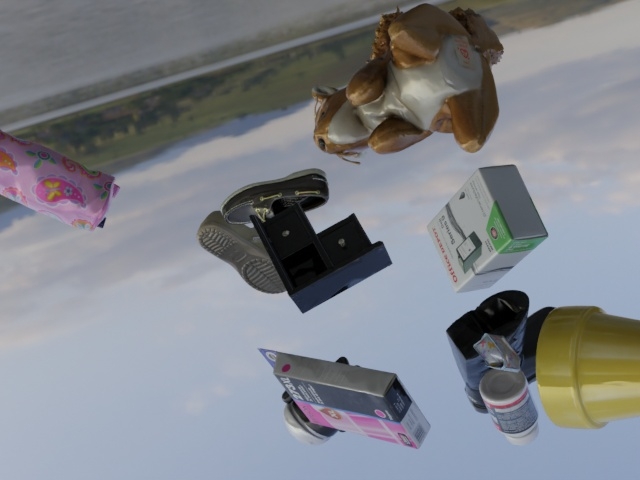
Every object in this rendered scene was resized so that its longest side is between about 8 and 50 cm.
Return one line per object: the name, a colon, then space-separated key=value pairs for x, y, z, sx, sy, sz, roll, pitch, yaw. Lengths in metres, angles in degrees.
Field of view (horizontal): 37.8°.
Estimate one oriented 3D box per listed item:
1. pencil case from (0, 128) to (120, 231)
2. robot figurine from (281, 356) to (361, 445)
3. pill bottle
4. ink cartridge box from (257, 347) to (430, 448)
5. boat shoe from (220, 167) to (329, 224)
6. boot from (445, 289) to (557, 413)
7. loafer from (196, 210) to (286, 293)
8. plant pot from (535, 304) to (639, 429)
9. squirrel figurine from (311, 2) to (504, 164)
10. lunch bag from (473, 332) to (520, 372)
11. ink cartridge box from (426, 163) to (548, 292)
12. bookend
pencil case: x=-0.526 y=-0.119 z=1.762 sx=0.284 sy=0.124 sz=0.124 roll=24 pitch=-176 yaw=-14
robot figurine: x=0.014 y=0.471 z=2.734 sx=0.278 sy=0.209 sz=0.173 roll=-49 pitch=168 yaw=15
pill bottle: x=0.434 y=0.379 z=2.113 sx=0.108 sy=0.180 sz=0.108 roll=-18 pitch=-144 yaw=13
ink cartridge box: x=0.031 y=0.314 z=1.892 sx=0.371 sy=0.175 sz=0.069 roll=7 pitch=-129 yaw=43
boat shoe: x=-0.092 y=-0.075 z=1.850 sx=0.228 sy=0.081 sz=0.068 roll=-19 pitch=-130 yaw=11
boot: x=0.485 y=0.227 z=2.326 sx=0.367 sy=0.445 sz=0.146 roll=-45 pitch=-122 yaw=-12
loafer: x=-0.152 y=0.020 z=2.017 sx=0.102 sy=0.268 sz=0.092 roll=-28 pitch=-141 yaw=29
plant pot: x=0.592 y=0.254 z=1.862 sx=0.239 sy=0.254 sz=0.254 roll=-4 pitch=-163 yaw=38
squirrel figurine: x=0.165 y=-0.307 z=1.902 sx=0.370 sy=0.281 sz=0.397 roll=-27 pitch=-161 yaw=43
lunch bag: x=0.361 y=0.234 z=1.891 sx=0.071 sy=0.083 sz=0.053 roll=12 pitch=123 yaw=-48
ink cartridge box: x=0.411 y=-0.024 z=2.340 sx=0.122 sy=0.211 sz=0.289 roll=-8 pitch=154 yaw=-28
bookend: x=0.000 y=0.000 z=1.399 sx=0.157 sy=0.156 sz=0.072 roll=-28 pitch=150 yaw=1
